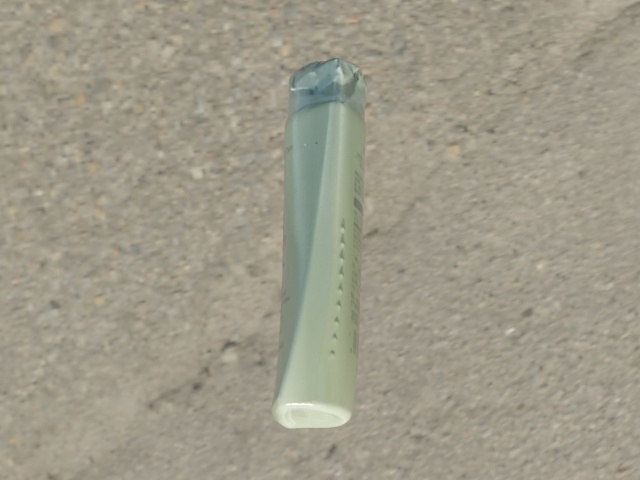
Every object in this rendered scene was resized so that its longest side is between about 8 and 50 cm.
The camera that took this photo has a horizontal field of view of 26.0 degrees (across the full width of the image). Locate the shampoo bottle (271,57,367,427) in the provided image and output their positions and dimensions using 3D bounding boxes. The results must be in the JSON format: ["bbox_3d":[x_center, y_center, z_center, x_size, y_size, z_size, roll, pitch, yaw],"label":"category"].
[{"bbox_3d":[0.000,0.000,0.801,0.049,0.072,0.212,1,68,6],"label":"shampoo bottle"}]
